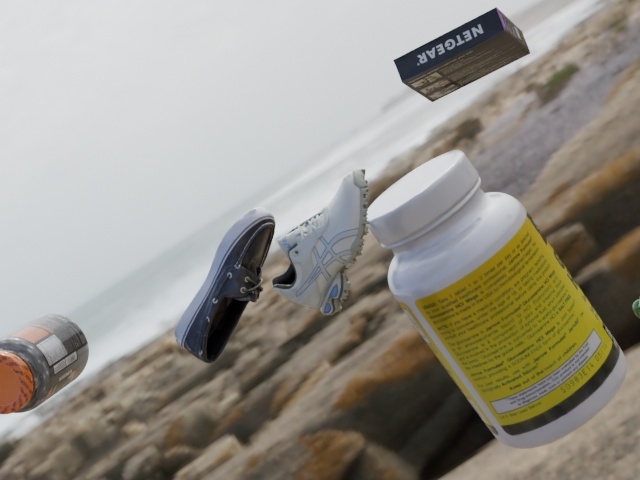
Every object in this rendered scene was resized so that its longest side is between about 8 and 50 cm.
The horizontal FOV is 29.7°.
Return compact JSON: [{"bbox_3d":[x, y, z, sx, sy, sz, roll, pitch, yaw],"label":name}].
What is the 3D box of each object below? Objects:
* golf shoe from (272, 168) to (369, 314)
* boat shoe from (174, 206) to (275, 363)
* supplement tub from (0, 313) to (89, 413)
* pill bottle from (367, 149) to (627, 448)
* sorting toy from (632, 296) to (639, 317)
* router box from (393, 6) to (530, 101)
[{"bbox_3d":[0.000,0.000,1.269,0.069,0.086,0.176,-95,20,-59],"label":"golf shoe"},{"bbox_3d":[-0.116,0.066,1.631,0.228,0.076,0.080,-56,-32,9],"label":"boat shoe"},{"bbox_3d":[-0.435,0.186,1.803,0.117,0.117,0.190,-32,3,18],"label":"supplement tub"},{"bbox_3d":[0.202,0.066,1.434,0.188,0.334,0.188,-34,11,8],"label":"pill bottle"},{"bbox_3d":[0.425,0.091,1.508,0.102,0.061,0.042,-46,24,59],"label":"sorting toy"},{"bbox_3d":[0.220,-0.284,1.862,0.179,0.046,0.133,-25,-17,21],"label":"router box"}]
